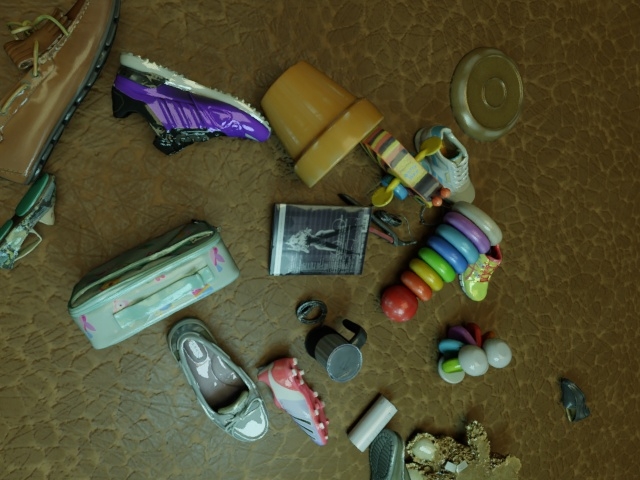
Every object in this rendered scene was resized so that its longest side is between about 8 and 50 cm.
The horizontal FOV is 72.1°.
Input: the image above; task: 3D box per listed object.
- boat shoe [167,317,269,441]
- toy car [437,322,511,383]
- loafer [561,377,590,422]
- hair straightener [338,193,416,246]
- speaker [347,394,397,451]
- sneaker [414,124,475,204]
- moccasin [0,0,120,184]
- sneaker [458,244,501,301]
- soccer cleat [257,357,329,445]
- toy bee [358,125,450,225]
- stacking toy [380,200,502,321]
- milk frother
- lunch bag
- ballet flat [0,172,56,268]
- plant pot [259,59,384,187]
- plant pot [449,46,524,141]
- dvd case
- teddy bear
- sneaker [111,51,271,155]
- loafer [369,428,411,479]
[{"bbox_3d":[-0.204,0.305,0.912,0.118,0.103,0.320,-31,108,-16],"label":"boat shoe"},{"bbox_3d":[0.386,0.284,1.146,0.182,0.159,0.136,-10,66,-21],"label":"toy car"},{"bbox_3d":[0.788,0.504,1.375,0.061,0.062,0.170,-35,108,-9],"label":"loafer"},{"bbox_3d":[0.139,-0.055,1.031,0.230,0.047,0.089,26,87,-18],"label":"hair straightener"},{"bbox_3d":[0.129,0.456,1.097,0.136,0.055,0.055,-47,111,-10],"label":"speaker"},{"bbox_3d":[0.315,-0.174,1.066,0.087,0.092,0.229,-44,112,-13],"label":"sneaker"},{"bbox_3d":[-0.455,-0.282,0.719,0.147,0.139,0.380,31,94,-32],"label":"moccasin"},{"bbox_3d":[0.423,0.062,1.142,0.081,0.094,0.208,-4,100,-24],"label":"sneaker"},{"bbox_3d":[-0.055,0.374,1.008,0.095,0.083,0.248,-20,112,11],"label":"soccer cleat"},{"bbox_3d":[0.221,-0.143,0.986,0.298,0.162,0.195,20,99,-19],"label":"toy bee"},{"bbox_3d":[0.275,0.065,1.065,0.330,0.141,0.141,-46,112,1],"label":"stacking toy"},{"bbox_3d":[0.014,0.216,0.972,0.143,0.135,0.129,31,84,-23],"label":"milk frother"},{"bbox_3d":[-0.287,0.063,0.778,0.279,0.224,0.108,-30,108,-15],"label":"lunch bag"},{"bbox_3d":[-0.509,-0.030,0.769,0.070,0.070,0.188,39,84,-22],"label":"ballet flat"},{"bbox_3d":[-0.011,-0.242,0.877,0.205,0.205,0.188,-44,96,-11],"label":"plant pot"},{"bbox_3d":[0.435,-0.374,1.120,0.236,0.032,0.236,-3,98,-21],"label":"plant pot"},{"bbox_3d":[0.000,0.000,0.974,0.221,0.018,0.164,0,110,-18],"label":"dvd case"},{"bbox_3d":[0.372,0.614,1.206,0.338,0.113,0.245,-3,92,-14],"label":"teddy bear"},{"bbox_3d":[-0.245,-0.222,0.831,0.293,0.102,0.146,20,94,-19],"label":"sneaker"},{"bbox_3d":[0.181,0.590,1.126,0.087,0.094,0.251,-4,108,-27],"label":"loafer"}]
